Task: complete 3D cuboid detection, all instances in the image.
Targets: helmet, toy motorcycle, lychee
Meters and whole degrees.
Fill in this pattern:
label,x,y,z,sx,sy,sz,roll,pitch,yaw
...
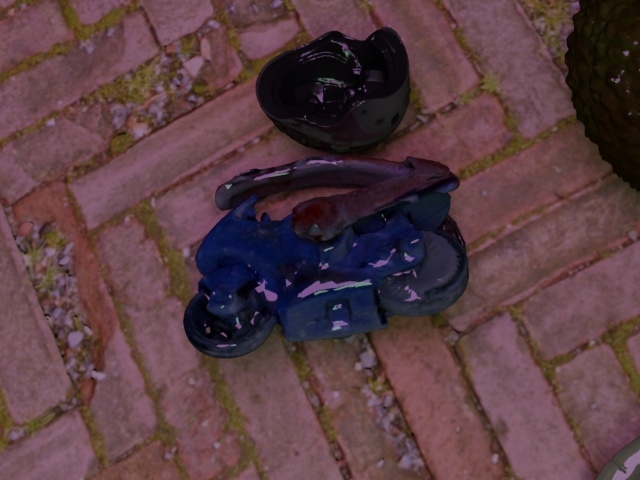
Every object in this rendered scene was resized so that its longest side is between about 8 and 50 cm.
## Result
label,x,y,z,sx,sy,sz,roll,pitch,yaw
helmet,0.026,-0.160,1.519,0.177,0.107,0.153,-2,48,25
toy motorcycle,0.004,0.019,1.455,0.319,0.241,0.182,-11,111,0
lychee,0.399,-0.161,1.378,0.270,0.270,0.319,-27,78,0

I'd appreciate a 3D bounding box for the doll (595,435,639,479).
label,x,y,z,sx,sy,sz,roll,pitch,yaw
doll,0.418,0.283,1.254,0.268,0.216,0.284,-38,72,3
